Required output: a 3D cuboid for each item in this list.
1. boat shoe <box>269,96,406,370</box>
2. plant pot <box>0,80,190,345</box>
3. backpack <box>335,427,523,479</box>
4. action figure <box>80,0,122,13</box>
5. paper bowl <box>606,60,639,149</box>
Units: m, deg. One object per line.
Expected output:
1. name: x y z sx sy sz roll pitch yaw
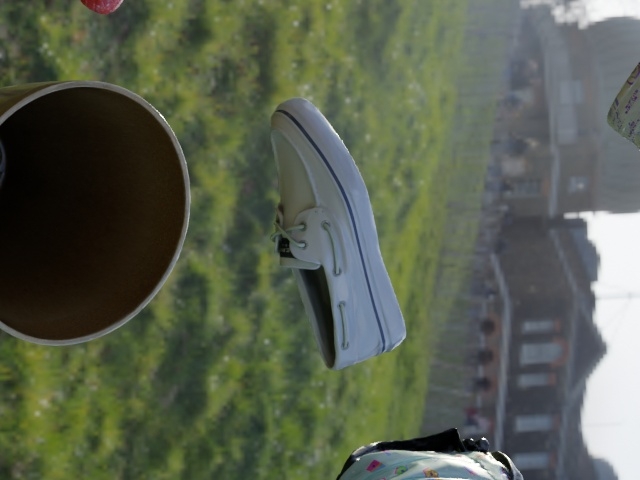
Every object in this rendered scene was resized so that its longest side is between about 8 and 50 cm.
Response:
1. boat shoe: 0.000 0.000 0.969 0.083 0.076 0.226 -1 -65 64
2. plant pot: -0.295 -0.049 1.141 0.254 0.237 0.237 18 -62 44
3. backpack: 0.092 0.247 1.067 0.115 0.182 0.152 19 -86 52
4. action figure: -0.196 -0.260 0.712 0.280 0.139 0.091 46 2 -28
5. paper bowl: 0.431 -0.186 1.200 0.284 0.148 0.284 -47 167 -14
